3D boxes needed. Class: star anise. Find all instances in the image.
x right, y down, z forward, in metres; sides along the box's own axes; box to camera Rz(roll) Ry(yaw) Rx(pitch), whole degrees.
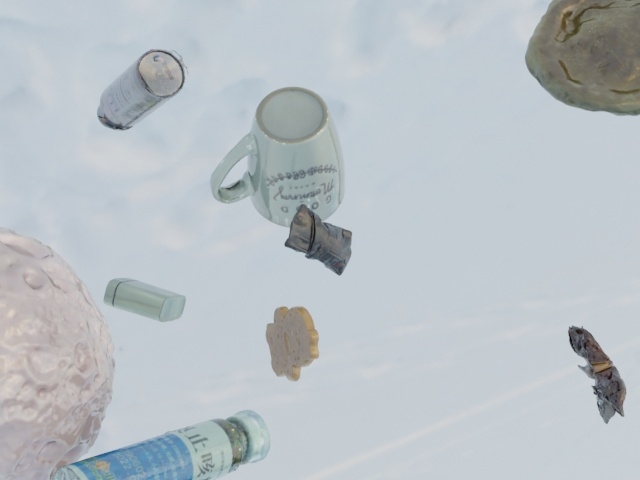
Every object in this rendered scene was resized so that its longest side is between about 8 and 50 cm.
[{"bbox_3d":[0.459,0.226,1.618,0.054,0.212,0.157,-25,135,6],"label":"star anise"}]

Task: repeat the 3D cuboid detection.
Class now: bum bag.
[{"bbox_3d":[0.001,0.000,1.136,0.034,0.057,0.124,8,169,33],"label":"bum bag"}]

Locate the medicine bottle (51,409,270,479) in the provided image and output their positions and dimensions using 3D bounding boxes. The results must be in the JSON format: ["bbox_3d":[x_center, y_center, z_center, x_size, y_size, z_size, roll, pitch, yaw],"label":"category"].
[{"bbox_3d":[-0.124,0.181,0.801,0.191,0.051,0.051,-10,152,-47],"label":"medicine bottle"}]

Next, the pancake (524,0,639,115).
[{"bbox_3d":[0.360,-0.243,1.178,0.236,0.222,0.042,-26,150,-5],"label":"pancake"}]

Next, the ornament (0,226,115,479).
[{"bbox_3d":[-0.315,0.114,0.867,0.259,0.259,0.225,-46,178,36],"label":"ornament"}]

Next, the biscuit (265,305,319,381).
[{"bbox_3d":[-0.049,0.173,1.735,0.027,0.133,0.184,-3,150,-27],"label":"biscuit"}]

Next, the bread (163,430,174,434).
[{"bbox_3d":[-0.195,0.319,1.417,0.024,0.110,0.110,-24,163,30],"label":"bread"}]

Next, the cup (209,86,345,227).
[{"bbox_3d":[-0.083,-0.149,1.832,0.258,0.186,0.234,-18,150,-8],"label":"cup"}]

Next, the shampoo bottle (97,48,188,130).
[{"bbox_3d":[-0.249,-0.195,1.333,0.072,0.072,0.214,-15,179,-30],"label":"shampoo bottle"}]

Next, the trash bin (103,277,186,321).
[{"bbox_3d":[-0.357,0.121,2.029,0.116,0.130,0.059,-4,109,-74],"label":"trash bin"}]
